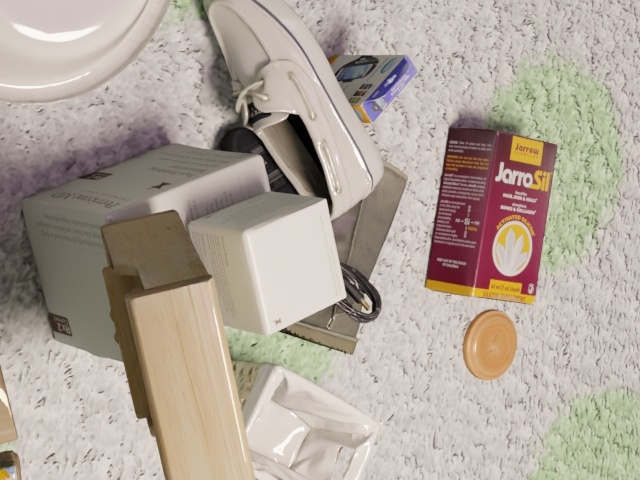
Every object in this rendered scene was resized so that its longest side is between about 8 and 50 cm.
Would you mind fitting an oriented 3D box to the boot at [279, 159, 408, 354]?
[{"bbox_3d":[-0.002,-0.001,1.793,0.189,0.076,0.208,21,85,-42],"label":"boot"}]

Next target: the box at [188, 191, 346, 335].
[{"bbox_3d":[-0.048,0.019,1.551,0.102,0.087,0.101,-24,111,-35],"label":"box"}]

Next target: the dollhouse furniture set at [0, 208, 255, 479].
[{"bbox_3d":[-0.276,0.122,1.374,0.394,0.256,0.362,-13,107,-9],"label":"dollhouse furniture set"}]

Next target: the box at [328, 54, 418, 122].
[{"bbox_3d":[0.038,-0.156,1.762,0.081,0.136,0.028,-49,123,-24],"label":"box"}]

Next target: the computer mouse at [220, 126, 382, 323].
[{"bbox_3d":[-0.023,-0.013,1.739,0.071,0.041,0.242,-31,84,-43],"label":"computer mouse"}]

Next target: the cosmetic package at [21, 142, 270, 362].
[{"bbox_3d":[-0.154,0.009,1.618,0.183,0.151,0.151,-24,111,-36],"label":"cosmetic package"}]

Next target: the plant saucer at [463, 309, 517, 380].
[{"bbox_3d":[0.202,0.123,2.015,0.083,0.013,0.083,-6,99,-39],"label":"plant saucer"}]

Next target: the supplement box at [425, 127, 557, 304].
[{"bbox_3d":[0.195,-0.028,1.944,0.104,0.081,0.188,8,90,-39],"label":"supplement box"}]

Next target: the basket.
[{"bbox_3d":[-0.042,0.200,1.768,0.167,0.103,0.113,34,74,-38],"label":"basket"}]

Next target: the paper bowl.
[{"bbox_3d":[-0.252,-0.258,1.478,0.284,0.148,0.284,-6,102,-30],"label":"paper bowl"}]

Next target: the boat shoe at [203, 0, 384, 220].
[{"bbox_3d":[-0.042,-0.140,1.700,0.088,0.096,0.267,-45,111,-37],"label":"boat shoe"}]
